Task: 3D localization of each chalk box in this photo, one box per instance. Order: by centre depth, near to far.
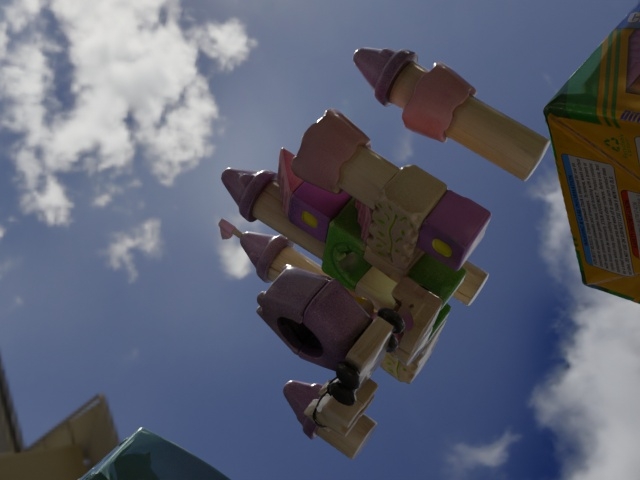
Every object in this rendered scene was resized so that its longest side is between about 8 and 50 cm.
[{"bbox_3d":[0.234,-0.071,0.480,0.132,0.132,0.213,20,-124,42],"label":"chalk box"}]

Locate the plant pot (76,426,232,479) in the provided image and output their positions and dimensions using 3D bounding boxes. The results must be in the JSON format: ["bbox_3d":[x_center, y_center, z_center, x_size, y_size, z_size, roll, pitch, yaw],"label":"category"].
[{"bbox_3d":[-0.136,0.300,0.839,0.166,0.165,0.234,-42,-89,17],"label":"plant pot"}]

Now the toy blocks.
[{"bbox_3d":[0.000,0.000,0.856,0.260,0.309,0.288,33,-31,15],"label":"toy blocks"}]
